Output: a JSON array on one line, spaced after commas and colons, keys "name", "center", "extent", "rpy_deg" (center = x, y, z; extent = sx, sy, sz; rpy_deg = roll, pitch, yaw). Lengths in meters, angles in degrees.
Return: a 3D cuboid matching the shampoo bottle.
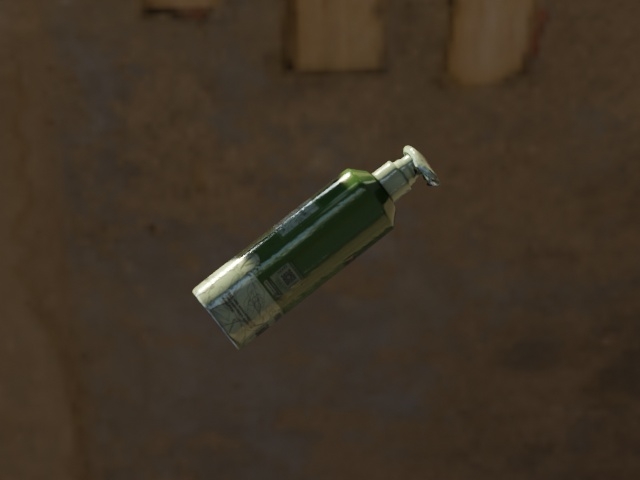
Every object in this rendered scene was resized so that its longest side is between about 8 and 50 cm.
[{"name": "shampoo bottle", "center": [0.000, 0.000, 1.487], "extent": [0.065, 0.204, 0.065], "rpy_deg": [52, 176, 5]}]
